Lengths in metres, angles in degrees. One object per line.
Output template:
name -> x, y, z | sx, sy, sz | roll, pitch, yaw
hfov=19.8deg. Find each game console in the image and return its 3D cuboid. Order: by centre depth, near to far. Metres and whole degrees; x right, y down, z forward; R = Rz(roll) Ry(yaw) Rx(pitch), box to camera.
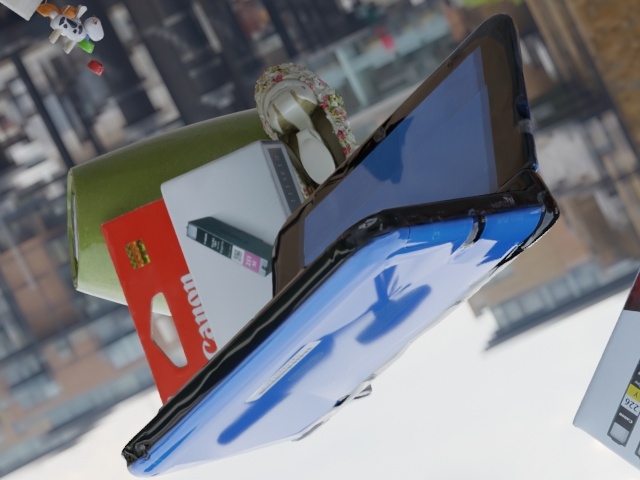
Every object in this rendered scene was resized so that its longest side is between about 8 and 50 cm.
game console -> 0.000, 0.000, 1.202 | 0.250, 0.173, 0.293 | -8, 152, -46

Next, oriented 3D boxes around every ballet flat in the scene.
ballet flat -> -0.009, -0.109, 1.888 | 0.091, 0.241, 0.077 | -37, 147, 7

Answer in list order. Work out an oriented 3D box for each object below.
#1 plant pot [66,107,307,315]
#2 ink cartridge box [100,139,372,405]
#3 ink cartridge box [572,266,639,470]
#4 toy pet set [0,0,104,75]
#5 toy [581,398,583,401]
plant pot -> -0.131, -0.018, 2.048 | 0.294, 0.274, 0.275 | -4, 180, -12
ink cartridge box -> -0.101, 0.067, 1.850 | 0.239, 0.275, 0.060 | -23, 174, 24
ink cartridge box -> 0.352, 0.146, 1.296 | 0.130, 0.309, 0.271 | -25, 142, -46
toy pet set -> -0.223, -0.213, 1.583 | 0.065, 0.114, 0.122 | -52, -155, 8
toy -> 0.373, 0.160, 1.764 | 0.137, 0.056, 0.237 | -27, -143, -18
